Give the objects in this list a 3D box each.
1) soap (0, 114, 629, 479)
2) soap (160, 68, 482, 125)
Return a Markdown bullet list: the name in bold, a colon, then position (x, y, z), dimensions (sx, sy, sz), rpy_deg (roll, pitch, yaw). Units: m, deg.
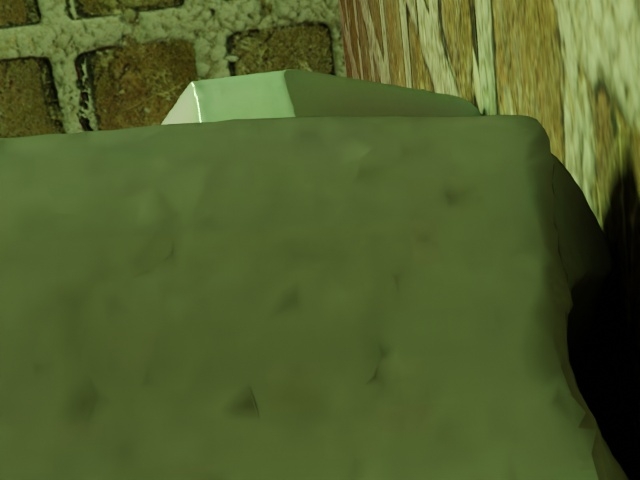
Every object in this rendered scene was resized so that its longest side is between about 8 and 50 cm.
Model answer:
- **soap**: position (-0.044, 0.144, 0.674), dimensions (0.435, 0.350, 0.213), rpy_deg (79, -177, -62)
- **soap**: position (0.000, 0.000, 0.988), dimensions (0.347, 0.208, 0.115), rpy_deg (84, 178, -76)
